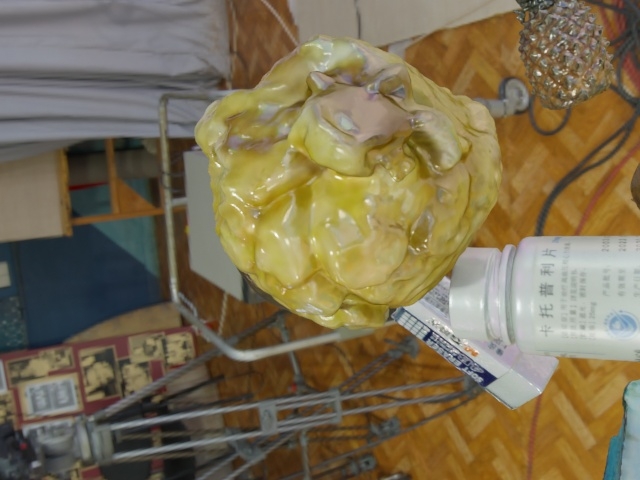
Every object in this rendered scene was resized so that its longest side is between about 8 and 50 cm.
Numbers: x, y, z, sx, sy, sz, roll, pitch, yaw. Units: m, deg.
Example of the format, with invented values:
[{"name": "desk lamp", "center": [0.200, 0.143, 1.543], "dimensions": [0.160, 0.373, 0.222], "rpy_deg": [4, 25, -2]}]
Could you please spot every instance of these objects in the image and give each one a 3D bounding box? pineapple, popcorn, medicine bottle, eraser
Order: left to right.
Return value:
[{"name": "popcorn", "center": [0.033, -0.072, 0.939], "dimensions": [0.344, 0.390, 0.353], "rpy_deg": [22, 99, 35]}, {"name": "eraser", "center": [0.278, 0.179, 1.349], "dimensions": [0.287, 0.086, 0.130], "rpy_deg": [37, 149, 7]}, {"name": "pineapple", "center": [0.443, -0.435, 1.426], "dimensions": [0.175, 0.175, 0.361], "rpy_deg": [-18, 96, 59]}, {"name": "medicine bottle", "center": [0.337, 0.076, 1.017], "dimensions": [0.293, 0.170, 0.170], "rpy_deg": [1, 101, 25]}]

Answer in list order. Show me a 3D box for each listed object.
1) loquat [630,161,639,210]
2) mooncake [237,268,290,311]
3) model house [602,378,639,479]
[{"name": "loquat", "center": [0.859, -0.139, 1.738], "dimensions": [0.238, 0.193, 0.238], "rpy_deg": [-14, 75, 61]}, {"name": "mooncake", "center": [0.000, 0.000, 1.272], "dimensions": [0.290, 0.291, 0.161], "rpy_deg": [127, 161, -51]}, {"name": "model house", "center": [0.602, 0.385, 1.189], "dimensions": [0.262, 0.225, 0.241], "rpy_deg": [10, 139, 16]}]
